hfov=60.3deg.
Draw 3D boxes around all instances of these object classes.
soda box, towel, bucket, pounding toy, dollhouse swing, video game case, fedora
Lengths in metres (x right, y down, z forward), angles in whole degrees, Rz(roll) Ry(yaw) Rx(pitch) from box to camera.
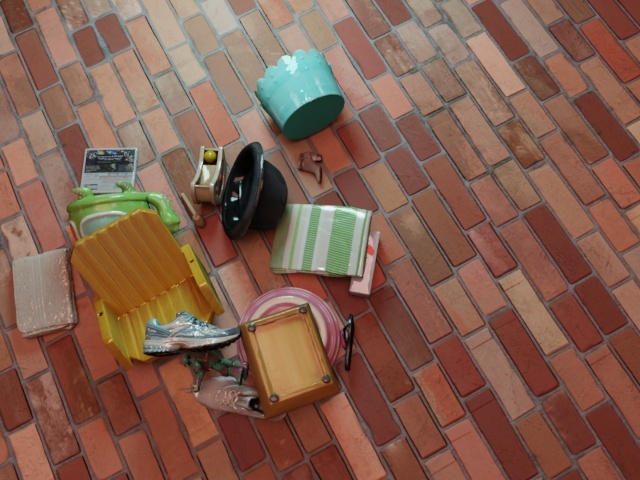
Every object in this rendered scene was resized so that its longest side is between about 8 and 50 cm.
[{"bbox_3d":[0.145,0.075,1.800,0.069,0.074,0.216,9,74,5],"label":"soda box"},{"bbox_3d":[0.000,0.000,1.808,0.325,0.038,0.247,3,72,21],"label":"towel"},{"bbox_3d":[-0.063,-0.489,1.879,0.281,0.281,0.183,-26,76,-6],"label":"bucket"},{"bbox_3d":[-0.412,-0.191,1.857,0.155,0.154,0.269,3,73,3],"label":"pounding toy"},{"bbox_3d":[-0.539,0.135,1.667,0.347,0.305,0.315,-30,47,-7],"label":"dollhouse swing"},{"bbox_3d":[-0.749,-0.246,1.955,0.191,0.022,0.173,-1,74,3],"label":"video game case"},{"bbox_3d":[-0.912,0.173,1.824,0.187,0.049,0.282,-13,72,-3],"label":"towel"},{"bbox_3d":[-0.206,-0.151,1.819,0.153,0.334,0.333,16,72,-28],"label":"fedora"}]

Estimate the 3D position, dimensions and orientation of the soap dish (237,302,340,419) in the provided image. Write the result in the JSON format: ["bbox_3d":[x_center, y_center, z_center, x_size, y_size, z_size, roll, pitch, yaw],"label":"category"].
[{"bbox_3d":[-0.094,0.339,1.603,0.229,0.118,0.290,-16,69,-11],"label":"soap dish"}]

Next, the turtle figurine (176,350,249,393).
[{"bbox_3d":[-0.341,0.385,1.659,0.234,0.175,0.118,6,108,6],"label":"turtle figurine"}]

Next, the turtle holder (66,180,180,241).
[{"bbox_3d":[-0.652,-0.060,1.810,0.320,0.243,0.227,-8,87,-38],"label":"turtle holder"}]

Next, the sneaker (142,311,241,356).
[{"bbox_3d":[-0.374,0.261,1.598,0.283,0.110,0.122,-5,73,-5],"label":"sneaker"}]

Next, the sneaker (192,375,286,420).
[{"bbox_3d":[-0.247,0.475,1.668,0.297,0.129,0.111,8,75,5],"label":"sneaker"}]

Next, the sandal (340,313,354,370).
[{"bbox_3d":[0.080,0.319,1.738,0.040,0.067,0.179,3,76,15],"label":"sandal"}]

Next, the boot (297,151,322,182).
[{"bbox_3d":[-0.039,-0.255,1.926,0.087,0.042,0.118,-1,72,8],"label":"boot"}]

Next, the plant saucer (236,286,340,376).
[{"bbox_3d":[-0.103,0.305,1.736,0.332,0.084,0.332,-1,74,3],"label":"plant saucer"}]
